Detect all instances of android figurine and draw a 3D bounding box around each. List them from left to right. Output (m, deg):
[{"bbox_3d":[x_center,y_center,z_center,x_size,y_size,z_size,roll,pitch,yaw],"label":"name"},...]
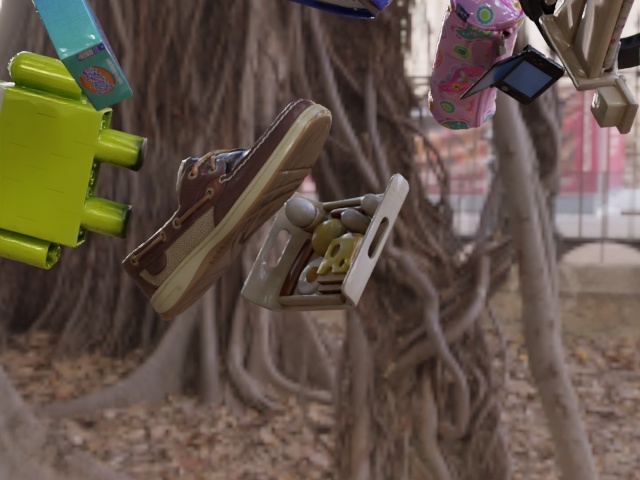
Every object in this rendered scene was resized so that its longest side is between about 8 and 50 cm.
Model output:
[{"bbox_3d":[-0.345,-0.094,1.364,0.273,0.248,0.056,13,12,5],"label":"android figurine"}]

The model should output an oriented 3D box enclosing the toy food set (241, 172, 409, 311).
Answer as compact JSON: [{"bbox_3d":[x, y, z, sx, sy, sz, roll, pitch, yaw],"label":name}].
[{"bbox_3d":[0.000,0.000,1.921,0.092,0.219,0.306,35,-22,-26],"label":"toy food set"}]

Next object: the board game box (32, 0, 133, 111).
[{"bbox_3d":[-0.265,-0.251,1.177,0.047,0.210,0.160,-26,-12,-4],"label":"board game box"}]

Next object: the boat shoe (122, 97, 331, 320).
[{"bbox_3d":[-0.125,-0.055,1.405,0.123,0.342,0.123,45,27,8],"label":"boat shoe"}]

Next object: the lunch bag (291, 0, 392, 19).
[{"bbox_3d":[0.029,-0.493,1.580,0.385,0.328,0.239,30,-4,44],"label":"lunch bag"}]

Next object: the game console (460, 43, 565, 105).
[{"bbox_3d":[0.290,-0.236,1.761,0.107,0.071,0.122,31,-26,-8],"label":"game console"}]

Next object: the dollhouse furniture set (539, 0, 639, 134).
[{"bbox_3d":[0.369,-0.354,1.312,0.174,0.303,0.355,-6,49,-11],"label":"dollhouse furniture set"}]

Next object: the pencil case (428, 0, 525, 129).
[{"bbox_3d":[0.245,-0.293,1.848,0.124,0.124,0.284,0,-29,-5],"label":"pencil case"}]

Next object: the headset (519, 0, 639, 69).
[{"bbox_3d":[0.345,-0.394,1.539,0.185,0.243,0.394,43,8,-49],"label":"headset"}]
